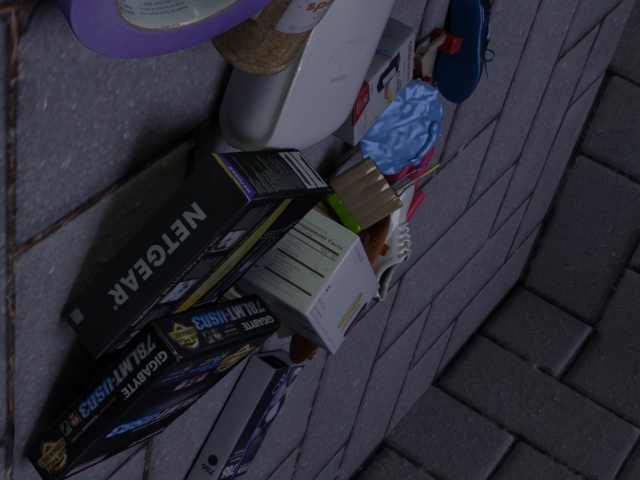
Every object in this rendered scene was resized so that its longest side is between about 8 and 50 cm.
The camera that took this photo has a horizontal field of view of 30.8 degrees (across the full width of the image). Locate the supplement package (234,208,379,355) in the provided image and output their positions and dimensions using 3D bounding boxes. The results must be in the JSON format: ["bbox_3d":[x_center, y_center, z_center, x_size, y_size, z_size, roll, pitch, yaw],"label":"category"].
[{"bbox_3d":[-0.040,0.044,1.835,0.145,0.204,0.262,-56,161,-10],"label":"supplement package"}]

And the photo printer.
[{"bbox_3d":[-0.014,-0.256,1.584,0.256,0.107,0.307,-26,143,-59],"label":"photo printer"}]

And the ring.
[{"bbox_3d":[0.041,0.084,2.150,0.336,0.032,0.336,-55,-169,16],"label":"ring"}]

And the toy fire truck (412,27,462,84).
[{"bbox_3d":[0.181,-0.308,2.117,0.192,0.047,0.135,-30,146,-55],"label":"toy fire truck"}]

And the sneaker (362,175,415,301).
[{"bbox_3d":[0.140,0.001,2.276,0.094,0.091,0.258,-20,137,-58],"label":"sneaker"}]

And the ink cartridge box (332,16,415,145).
[{"bbox_3d":[0.076,-0.260,1.872,0.175,0.072,0.127,-50,159,-23],"label":"ink cartridge box"}]

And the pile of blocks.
[{"bbox_3d":[0.000,0.000,2.065,0.362,0.149,0.112,-56,-165,14],"label":"pile of blocks"}]

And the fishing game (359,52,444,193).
[{"bbox_3d":[0.140,-0.204,2.059,0.189,0.041,0.264,-36,135,-13],"label":"fishing game"}]

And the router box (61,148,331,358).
[{"bbox_3d":[-0.158,0.012,1.524,0.309,0.081,0.243,-44,168,21],"label":"router box"}]

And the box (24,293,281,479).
[{"bbox_3d":[-0.232,0.206,1.658,0.293,0.073,0.295,-45,167,21],"label":"box"}]

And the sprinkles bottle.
[{"bbox_3d":[-0.011,-0.325,1.277,0.121,0.121,0.355,-45,179,-37],"label":"sprinkles bottle"}]

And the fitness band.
[{"bbox_3d":[0.145,-0.086,2.376,0.290,0.054,0.209,-55,159,-15],"label":"fitness band"}]

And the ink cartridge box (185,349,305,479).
[{"bbox_3d":[-0.156,0.373,2.287,0.332,0.065,0.165,-61,163,9],"label":"ink cartridge box"}]

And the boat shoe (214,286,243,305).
[{"bbox_3d":[-0.158,0.089,1.852,0.049,0.056,0.152,-51,151,-9],"label":"boat shoe"}]

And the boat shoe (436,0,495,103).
[{"bbox_3d":[0.291,-0.375,2.211,0.089,0.109,0.258,-49,162,-39],"label":"boat shoe"}]

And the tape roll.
[{"bbox_3d":[-0.125,-0.288,1.084,0.275,0.090,0.275,-28,166,-8],"label":"tape roll"}]
